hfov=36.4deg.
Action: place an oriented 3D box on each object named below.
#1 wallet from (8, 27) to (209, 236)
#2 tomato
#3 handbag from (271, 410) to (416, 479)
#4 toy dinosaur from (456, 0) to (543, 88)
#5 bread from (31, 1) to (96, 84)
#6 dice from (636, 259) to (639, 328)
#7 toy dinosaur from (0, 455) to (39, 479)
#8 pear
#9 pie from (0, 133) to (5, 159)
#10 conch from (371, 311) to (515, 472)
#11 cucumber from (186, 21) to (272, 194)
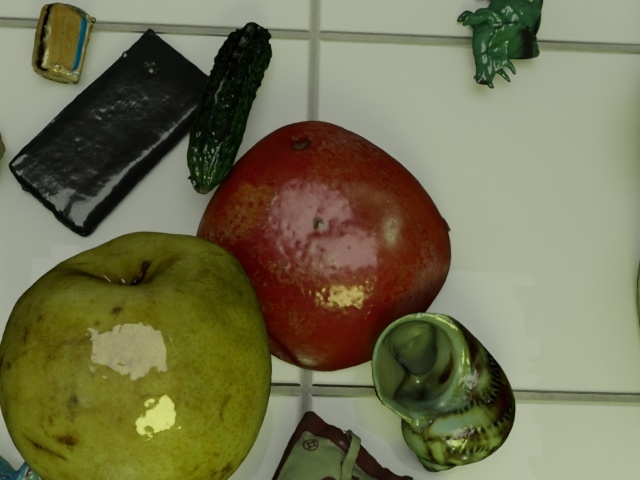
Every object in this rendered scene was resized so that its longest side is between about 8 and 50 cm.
[{"bbox_3d":[-0.269,-0.148,1.295,0.146,0.030,0.285,40,73,4],"label":"wallet"},{"bbox_3d":[0.004,-0.008,1.208,0.339,0.143,0.338,0,72,0],"label":"tomato"},{"bbox_3d":[0.014,0.343,1.107,0.213,0.127,0.235,30,61,5],"label":"handbag"},{"bbox_3d":[0.260,-0.343,1.361,0.120,0.079,0.291,12,75,-5],"label":"toy dinosaur"},{"bbox_3d":[-0.351,-0.268,1.319,0.072,0.053,0.105,14,73,-23],"label":"bread"},{"bbox_3d":[0.536,0.082,1.149,0.250,0.252,0.254,-3,71,-5],"label":"dice"},{"bbox_3d":[-0.303,0.314,1.125,0.144,0.076,0.329,-37,88,-6],"label":"toy dinosaur"},{"bbox_3d":[-0.192,0.150,1.071,0.304,0.304,0.303,1,72,-3],"label":"pear"},{"bbox_3d":[-0.504,-0.113,1.248,0.194,0.079,0.163,4,64,-2],"label":"pie"},{"bbox_3d":[0.139,0.184,1.159,0.188,0.124,0.181,10,78,-10],"label":"conch"},{"bbox_3d":[-0.122,-0.174,1.253,0.077,0.077,0.265,13,51,1],"label":"cucumber"}]
